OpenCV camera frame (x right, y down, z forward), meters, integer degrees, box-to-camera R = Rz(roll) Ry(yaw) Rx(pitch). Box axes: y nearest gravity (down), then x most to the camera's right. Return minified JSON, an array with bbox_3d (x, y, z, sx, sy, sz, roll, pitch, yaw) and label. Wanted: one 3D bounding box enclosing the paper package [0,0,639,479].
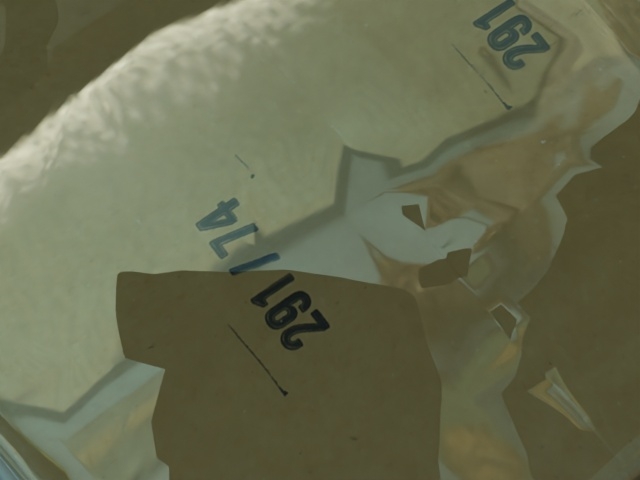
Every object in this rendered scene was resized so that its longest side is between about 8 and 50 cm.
[{"bbox_3d":[0.000,0.000,0.755,0.309,0.325,0.168,-40,-15,-12],"label":"paper package"}]
